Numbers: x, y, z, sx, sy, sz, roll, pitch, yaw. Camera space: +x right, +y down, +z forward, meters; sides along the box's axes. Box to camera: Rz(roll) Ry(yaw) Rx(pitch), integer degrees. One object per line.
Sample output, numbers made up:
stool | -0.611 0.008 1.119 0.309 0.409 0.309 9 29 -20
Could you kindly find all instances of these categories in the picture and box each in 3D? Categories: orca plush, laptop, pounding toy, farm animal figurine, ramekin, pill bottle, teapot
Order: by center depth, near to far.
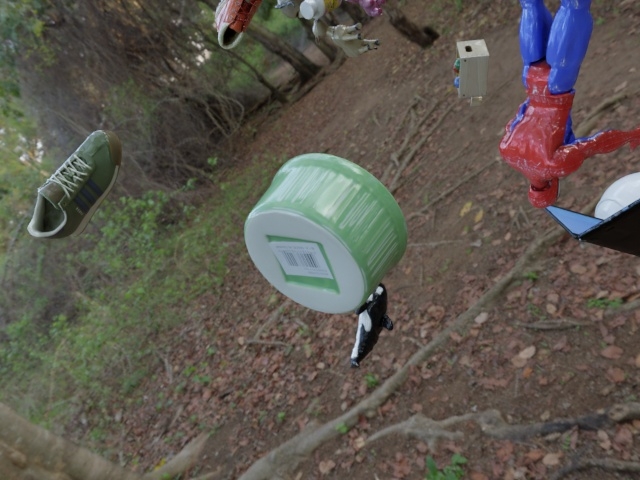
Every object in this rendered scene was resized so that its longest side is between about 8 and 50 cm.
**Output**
laptop | 0.549 -0.044 0.829 0.264 0.234 0.137 120 161 -61
pill bottle | 0.000 -0.433 0.902 0.083 0.043 0.043 -45 14 -32
ramekin | 0.000 0.000 0.954 0.303 0.303 0.148 -25 21 49
farm animal figurine | 0.010 -0.660 1.341 0.326 0.331 0.172 -24 24 -36
teapot | 0.865 -0.061 1.387 0.186 0.256 0.253 -18 34 -3
orca plush | 0.170 0.264 1.535 0.102 0.151 0.287 6 54 29
pounding toy | 0.463 -0.510 1.550 0.094 0.206 0.181 -2 42 11

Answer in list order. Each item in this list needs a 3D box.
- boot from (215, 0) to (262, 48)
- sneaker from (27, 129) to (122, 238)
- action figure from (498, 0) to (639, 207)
boot | -0.122 -0.384 0.806 0.158 0.059 0.085 -36 46 45
sneaker | -0.368 -0.076 0.731 0.192 0.064 0.086 -54 -7 19
action figure | 0.227 -0.164 0.431 0.139 0.281 0.091 -22 33 -21
